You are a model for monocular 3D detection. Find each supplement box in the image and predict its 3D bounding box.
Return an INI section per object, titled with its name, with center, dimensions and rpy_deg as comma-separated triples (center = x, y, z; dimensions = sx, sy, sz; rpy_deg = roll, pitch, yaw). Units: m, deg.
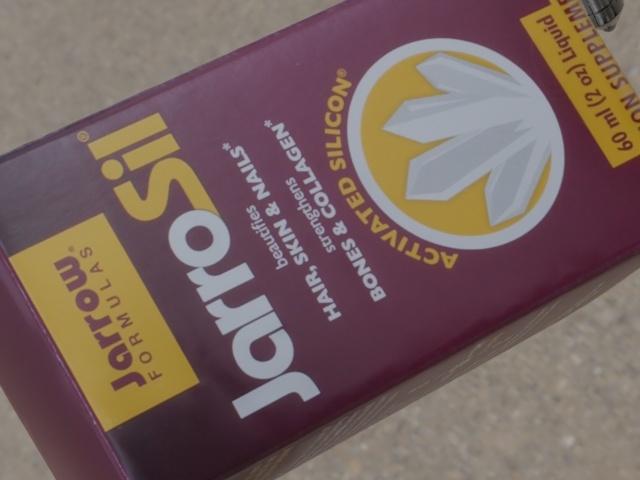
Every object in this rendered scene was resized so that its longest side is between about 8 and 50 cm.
[supplement box]
center = 0.000, 0.000, 0.492
dimensions = 0.188, 0.104, 0.081
rpy_deg = -27, -10, -22

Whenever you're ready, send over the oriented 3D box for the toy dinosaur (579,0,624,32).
[toy dinosaur]
center = 0.089, -0.180, 0.712
dimensions = 0.164, 0.218, 0.322
rpy_deg = -21, 18, 4
